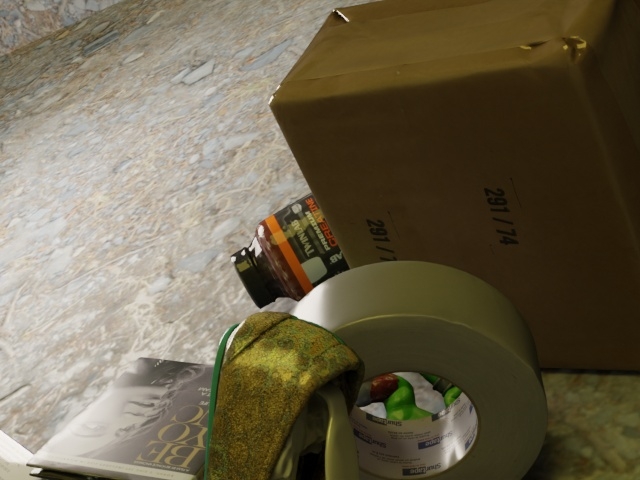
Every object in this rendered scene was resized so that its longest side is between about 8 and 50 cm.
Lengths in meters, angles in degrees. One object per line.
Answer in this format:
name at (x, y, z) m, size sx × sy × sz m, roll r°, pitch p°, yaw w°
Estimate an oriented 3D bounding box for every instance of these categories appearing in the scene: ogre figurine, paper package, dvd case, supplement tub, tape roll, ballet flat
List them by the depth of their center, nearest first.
ballet flat at (-0.035, 0.226, 0.781) m, size 0.123 × 0.349 × 0.123 m, roll 9°, pitch 2°, yaw 0°
tape roll at (0.067, 0.125, 0.895) m, size 0.219 × 0.219 × 0.072 m, roll -21°, pitch 31°, yaw 14°
paper package at (0.157, -0.057, 0.993) m, size 0.309 × 0.325 × 0.168 m, roll -3°, pitch 39°, yaw 38°
ogre figurine at (0.039, 0.127, 1.013) m, size 0.197 × 0.097 × 0.118 m, roll -24°, pitch 67°, yaw 25°
dvd case at (-0.157, 0.177, 1.105) m, size 0.164 × 0.018 × 0.221 m, roll 5°, pitch 23°, yaw 20°
supplement tub at (0.000, 0.000, 1.268) m, size 0.198 × 0.106 × 0.106 m, roll -30°, pitch 29°, yaw -1°

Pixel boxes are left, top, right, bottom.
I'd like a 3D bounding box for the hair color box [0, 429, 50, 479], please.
hair color box at (-0.395, 0.339, 1.075) m, size 0.339 × 0.110 × 0.185 m, roll -42°, pitch 34°, yaw -25°
